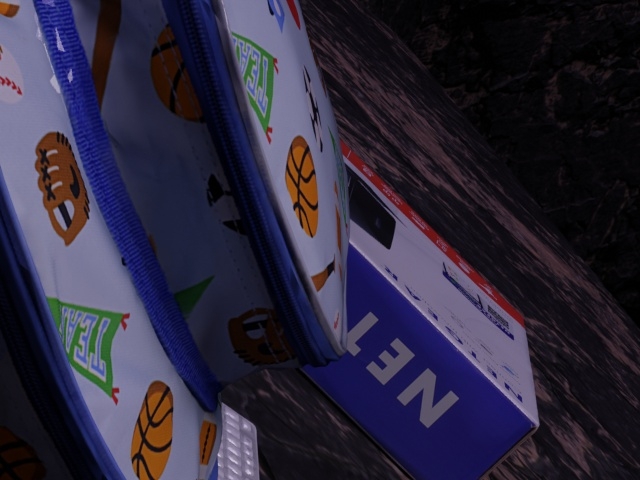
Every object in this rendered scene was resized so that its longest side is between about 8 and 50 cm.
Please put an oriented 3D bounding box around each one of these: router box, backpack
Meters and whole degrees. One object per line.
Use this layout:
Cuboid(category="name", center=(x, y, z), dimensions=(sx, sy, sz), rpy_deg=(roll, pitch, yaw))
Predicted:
Cuboid(category="router box", center=(0.000, 0.000, 1.344), dimensions=(0.335, 0.082, 0.301), rpy_deg=(44, 10, -5))
Cuboid(category="backpack", center=(-0.100, -0.022, 0.615), dimensions=(0.263, 0.213, 0.276), rpy_deg=(-83, 153, -53))

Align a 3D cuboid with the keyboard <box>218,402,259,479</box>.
Cuboid(category="keyboard", center=(-0.055, 0.113, 0.879), dimensions=(0.072, 0.014, 0.256), rpy_deg=(43, 10, -14))
